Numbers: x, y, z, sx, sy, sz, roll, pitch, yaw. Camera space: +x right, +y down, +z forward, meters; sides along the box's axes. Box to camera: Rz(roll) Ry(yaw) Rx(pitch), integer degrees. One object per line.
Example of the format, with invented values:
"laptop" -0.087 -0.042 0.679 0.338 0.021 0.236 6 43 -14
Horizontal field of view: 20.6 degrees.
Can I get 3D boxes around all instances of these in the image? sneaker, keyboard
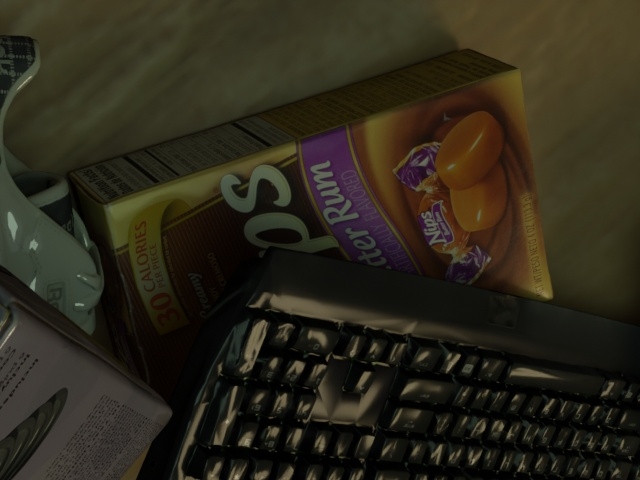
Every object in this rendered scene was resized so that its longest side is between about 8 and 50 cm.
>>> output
"sneaker" -0.120 0.040 0.659 0.095 0.090 0.235 -19 114 -14
"keyboard" 0.040 0.115 0.736 0.317 0.033 0.201 13 104 -48

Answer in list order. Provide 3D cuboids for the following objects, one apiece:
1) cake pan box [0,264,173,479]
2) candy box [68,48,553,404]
"cake pan box" -0.159 0.120 0.489 0.070 0.246 0.267 38 85 11
"candy box" 0.000 0.000 0.730 0.187 0.053 0.109 -19 114 -18
